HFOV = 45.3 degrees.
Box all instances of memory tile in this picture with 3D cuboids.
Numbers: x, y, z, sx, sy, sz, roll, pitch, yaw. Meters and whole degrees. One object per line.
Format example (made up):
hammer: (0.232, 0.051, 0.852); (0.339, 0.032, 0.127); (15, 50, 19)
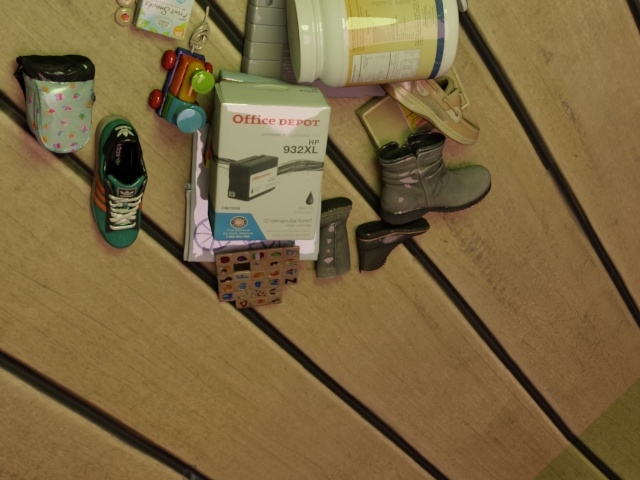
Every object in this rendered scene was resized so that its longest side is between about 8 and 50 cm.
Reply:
memory tile: (-0.334, -0.479, 1.534); (0.148, 0.012, 0.113); (-1, 116, -27)

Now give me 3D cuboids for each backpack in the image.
backpack: (-0.512, -0.264, 1.496); (0.152, 0.115, 0.182); (-5, 121, -28)

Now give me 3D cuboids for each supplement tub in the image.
supplement tub: (0.099, -0.432, 1.560); (0.316, 0.228, 0.228); (-7, 120, -7)

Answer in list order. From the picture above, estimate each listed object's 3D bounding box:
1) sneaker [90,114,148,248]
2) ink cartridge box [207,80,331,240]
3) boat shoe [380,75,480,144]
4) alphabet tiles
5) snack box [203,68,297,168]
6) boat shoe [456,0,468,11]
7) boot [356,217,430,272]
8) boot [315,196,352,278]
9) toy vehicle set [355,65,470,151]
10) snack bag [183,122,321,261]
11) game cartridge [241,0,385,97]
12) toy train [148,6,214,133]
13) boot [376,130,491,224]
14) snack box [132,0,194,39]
sneaker: (-0.425, -0.105, 1.622); (0.108, 0.121, 0.302); (-8, 120, -23)
ink cartridge box: (-0.113, -0.161, 1.597); (0.223, 0.129, 0.307); (0, 120, -14)
boat shoe: (0.285, -0.326, 1.803); (0.341, 0.121, 0.110); (21, 113, -44)
alphabet tiles: (-0.151, 0.094, 1.870); (0.198, 0.009, 0.237); (-6, 144, -9)
snack box: (-0.149, -0.249, 1.655); (0.175, 0.070, 0.207); (7, 118, -18)
boat shoe: (0.318, -0.600, 1.786); (0.040, 0.049, 0.142); (-37, 125, -6)
boot: (0.189, 0.011, 2.045); (0.198, 0.077, 0.137); (-7, 124, -9)
boot: (0.000, 0.001, 1.943); (0.190, 0.076, 0.208); (-7, 126, -22)
toy vehicle set: (0.231, -0.329, 1.895); (0.267, 0.035, 0.166); (-37, 127, -5)
snack bag: (-0.153, -0.110, 1.777); (0.323, 0.037, 0.342); (0, 109, -14)
game cartridge: (0.001, -0.433, 1.707); (0.355, 0.068, 0.230); (-3, 121, -26)
toy train: (-0.256, -0.347, 1.565); (0.105, 0.143, 0.248); (12, 110, -32)
boot: (0.301, -0.178, 1.935); (0.338, 0.118, 0.222); (-21, 136, -20)
snack box: (-0.303, -0.480, 1.517); (0.100, 0.037, 0.141); (10, 111, -30)
